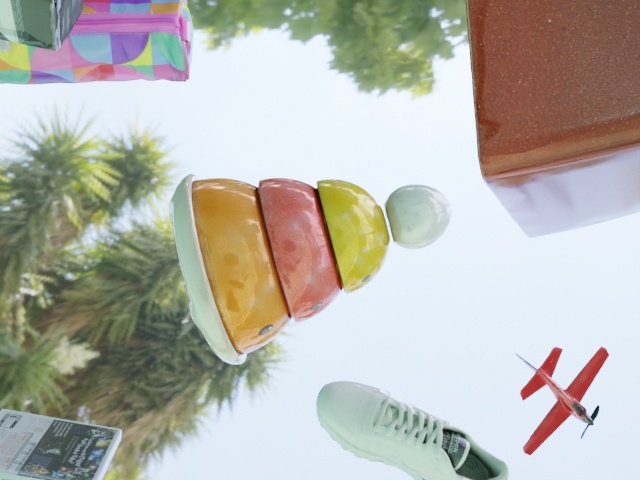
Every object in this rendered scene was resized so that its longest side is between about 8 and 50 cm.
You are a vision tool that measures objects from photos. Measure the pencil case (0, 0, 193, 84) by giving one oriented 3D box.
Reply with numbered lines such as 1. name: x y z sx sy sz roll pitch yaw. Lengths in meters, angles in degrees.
1. pencil case: -0.250 -0.209 0.950 0.104 0.236 0.104 176 -90 -79

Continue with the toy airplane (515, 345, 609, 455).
1. toy airplane: 0.263 0.165 1.004 0.028 0.151 0.151 -149 -124 -59

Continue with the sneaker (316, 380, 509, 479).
1. sneaker: 0.107 0.225 1.067 0.235 0.090 0.095 28 -27 -5

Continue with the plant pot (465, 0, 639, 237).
1. plant pot: 0.230 -0.158 0.600 0.236 0.267 0.267 -5 -99 18

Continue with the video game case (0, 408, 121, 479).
1. video game case: -0.366 0.280 1.216 0.173 0.190 0.022 10 -81 -4

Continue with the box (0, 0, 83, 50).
1. box: -0.349 -0.298 0.724 0.307 0.076 0.242 13 -43 0

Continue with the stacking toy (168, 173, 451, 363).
1. stacking toy: 0.000 0.000 1.633 0.480 0.350 0.350 -15 -86 3
